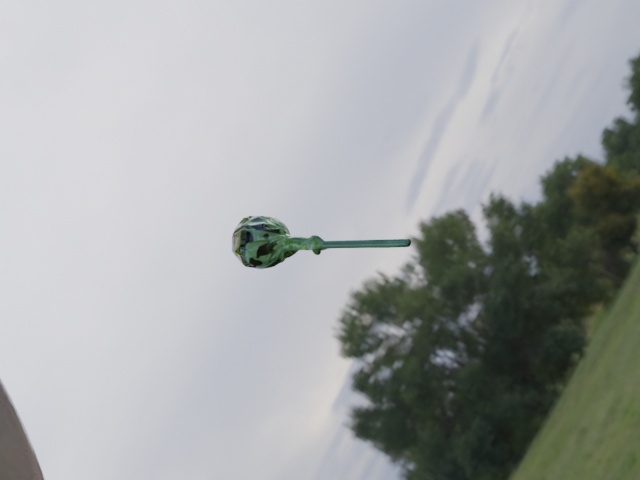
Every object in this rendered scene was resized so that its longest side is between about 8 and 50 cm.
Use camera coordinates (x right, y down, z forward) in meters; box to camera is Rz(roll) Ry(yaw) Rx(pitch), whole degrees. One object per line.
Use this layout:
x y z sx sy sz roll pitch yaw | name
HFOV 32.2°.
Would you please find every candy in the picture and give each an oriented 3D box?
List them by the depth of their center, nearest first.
0.000 0.000 0.456 0.025 0.083 0.023 20 -109 -60 | candy

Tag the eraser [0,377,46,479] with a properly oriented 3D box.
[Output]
-0.224 0.088 0.511 0.204 0.243 0.059 -55 -16 -31 | eraser
